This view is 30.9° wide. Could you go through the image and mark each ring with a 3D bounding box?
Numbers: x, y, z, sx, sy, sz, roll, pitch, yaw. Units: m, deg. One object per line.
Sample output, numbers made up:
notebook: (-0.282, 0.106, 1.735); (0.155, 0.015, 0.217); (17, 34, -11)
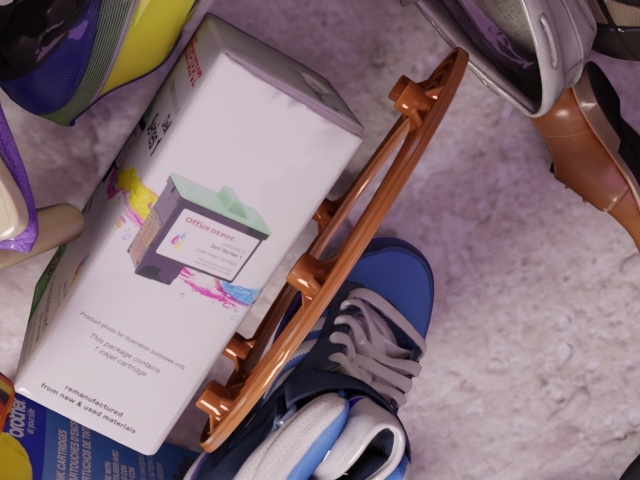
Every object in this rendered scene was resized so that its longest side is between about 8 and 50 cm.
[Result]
ring: (0.000, 0.000, 0.826); (0.032, 0.336, 0.336); (33, 101, -3)

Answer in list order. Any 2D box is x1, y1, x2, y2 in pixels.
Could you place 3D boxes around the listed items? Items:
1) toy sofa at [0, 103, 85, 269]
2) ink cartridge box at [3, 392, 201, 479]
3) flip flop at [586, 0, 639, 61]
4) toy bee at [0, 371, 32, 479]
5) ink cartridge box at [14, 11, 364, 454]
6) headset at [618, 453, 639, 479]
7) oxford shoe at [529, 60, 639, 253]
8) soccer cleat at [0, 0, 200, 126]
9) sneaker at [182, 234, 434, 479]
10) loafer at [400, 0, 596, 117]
toy sofa: (-0.259, -0.154, 0.732); (0.177, 0.150, 0.362); (-12, 98, 23)
ink cartridge box: (-0.211, 0.306, 0.994); (0.396, 0.151, 0.270); (23, 104, -17)
flip flop: (0.319, -0.220, 0.935); (0.277, 0.080, 0.112); (-9, 132, 10)
toy bee: (-0.303, 0.104, 0.815); (0.298, 0.162, 0.195); (0, 135, 30)
ink cartridge box: (-0.103, -0.016, 0.861); (0.117, 0.201, 0.278); (30, 102, -17)
headset: (0.348, 0.367, 1.162); (0.243, 0.185, 0.394); (18, 91, -24)
oxford shoe: (0.246, -0.058, 1.004); (0.076, 0.076, 0.212); (-21, 120, 29)
soccer cleat: (-0.121, -0.199, 0.867); (0.289, 0.093, 0.121); (-40, 143, 0)
sneaker: (0.033, 0.119, 0.865); (0.130, 0.236, 0.322); (44, 67, -14)
loafer: (0.094, -0.226, 0.861); (0.319, 0.111, 0.112); (43, 141, -22)
